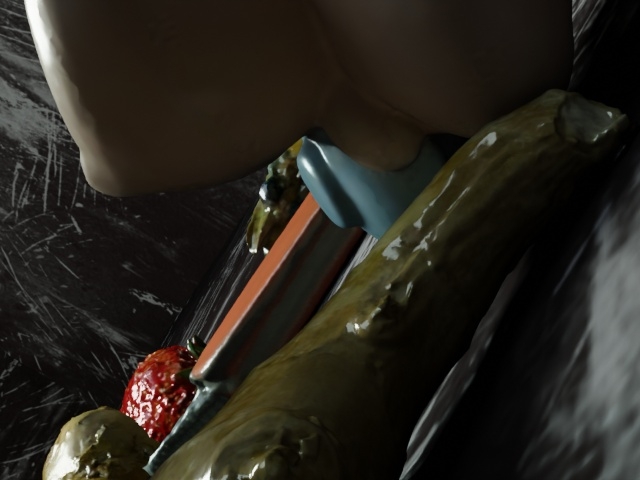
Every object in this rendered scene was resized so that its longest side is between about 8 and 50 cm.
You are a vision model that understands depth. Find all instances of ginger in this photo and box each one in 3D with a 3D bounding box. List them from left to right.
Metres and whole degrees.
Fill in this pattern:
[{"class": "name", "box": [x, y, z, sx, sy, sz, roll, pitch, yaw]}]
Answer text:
[{"class": "ginger", "box": [-0.006, 0.081, 0.391, 0.334, 0.081, 0.148, -58, -15, -21]}]

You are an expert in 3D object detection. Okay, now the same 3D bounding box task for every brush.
[{"class": "brush", "box": [-0.025, 0.040, 0.884, 0.323, 0.051, 0.070, -55, 12, -2]}]

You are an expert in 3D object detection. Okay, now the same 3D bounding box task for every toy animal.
[{"class": "toy animal", "box": [-0.007, -0.121, 0.509, 0.210, 0.221, 0.230, -98, 25, -65]}]

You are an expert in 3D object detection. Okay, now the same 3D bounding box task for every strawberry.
[{"class": "strawberry", "box": [-0.167, 0.180, 1.234, 0.187, 0.082, 0.146, -62, -1, 6]}]

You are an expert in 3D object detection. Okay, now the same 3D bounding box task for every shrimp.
[{"class": "shrimp", "box": [0.004, -0.069, 1.063, 0.317, 0.077, 0.168, -54, -9, -45]}]

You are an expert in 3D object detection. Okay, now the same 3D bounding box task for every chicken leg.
[{"class": "chicken leg", "box": [-0.151, 0.209, 0.906, 0.085, 0.101, 0.207, -60, 25, 21]}]
